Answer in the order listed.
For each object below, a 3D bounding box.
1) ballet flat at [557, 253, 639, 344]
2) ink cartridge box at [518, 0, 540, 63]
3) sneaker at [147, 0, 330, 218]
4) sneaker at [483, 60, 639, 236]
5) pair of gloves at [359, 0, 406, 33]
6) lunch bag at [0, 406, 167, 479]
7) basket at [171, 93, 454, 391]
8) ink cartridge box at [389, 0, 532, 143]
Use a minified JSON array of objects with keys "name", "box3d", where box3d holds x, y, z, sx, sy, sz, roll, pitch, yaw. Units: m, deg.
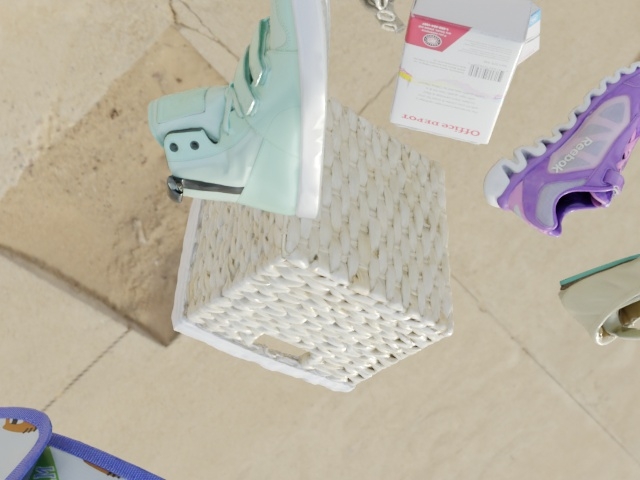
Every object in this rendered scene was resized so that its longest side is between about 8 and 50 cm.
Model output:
[{"name":"ballet flat","box3d":[0.288,0.034,0.633,0.086,0.086,0.248,-17,166,-21]},{"name":"ink cartridge box","box3d":[0.453,-0.466,1.813,0.104,0.060,0.180,-37,152,-4]},{"name":"sneaker","box3d":[-0.069,-0.121,0.619,0.151,0.094,0.256,4,133,0]},{"name":"sneaker","box3d":[0.296,-0.090,0.837,0.236,0.104,0.095,-40,147,8]},{"name":"pair of gloves","box3d":[-0.018,-0.288,0.731,0.042,0.204,0.240,-42,161,28]},{"name":"lunch bag","box3d":[-0.258,0.317,0.586,0.328,0.385,0.239,-57,168,-55]},{"name":"basket","box3d":[0.000,0.000,1.157,0.328,0.331,0.266,26,139,-30]},{"name":"ink cartridge box","box3d":[0.276,-0.359,1.592,0.226,0.131,0.306,15,150,4]}]
